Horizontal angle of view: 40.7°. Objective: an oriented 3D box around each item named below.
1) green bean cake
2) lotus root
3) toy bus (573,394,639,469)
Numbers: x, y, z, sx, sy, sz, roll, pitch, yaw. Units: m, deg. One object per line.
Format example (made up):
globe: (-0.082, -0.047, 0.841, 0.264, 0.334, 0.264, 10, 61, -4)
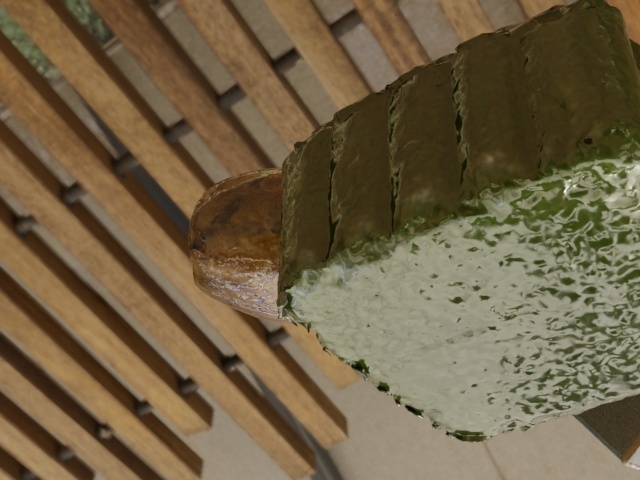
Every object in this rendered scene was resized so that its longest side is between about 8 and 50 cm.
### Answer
green bean cake: (0.126, 0.001, 0.559, 0.250, 0.247, 0.156, -27, -140, 30)
lotus root: (0.000, -0.009, 0.954, 0.291, 0.193, 0.193, 2, -139, 12)
toy bus: (0.366, 0.160, 1.119, 0.275, 0.167, 0.138, 47, -66, 43)
